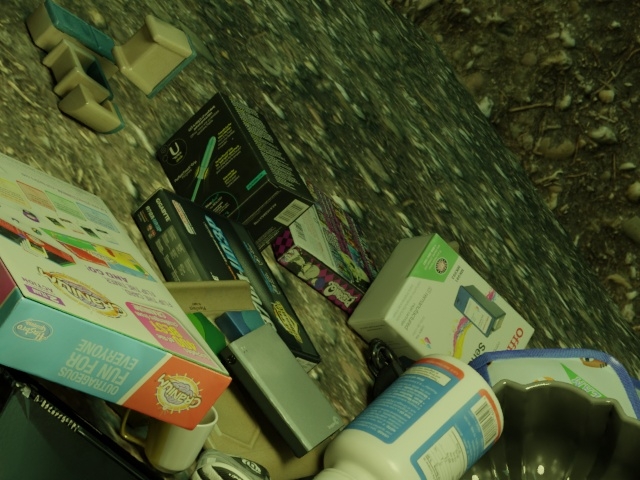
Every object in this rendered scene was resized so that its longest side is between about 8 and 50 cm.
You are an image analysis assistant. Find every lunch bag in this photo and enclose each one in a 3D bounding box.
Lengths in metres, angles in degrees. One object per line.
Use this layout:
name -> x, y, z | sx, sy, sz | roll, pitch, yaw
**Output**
lunch bag -> 0.344, 0.327, 2.207 | 0.385, 0.239, 0.328 | 28, 37, -41

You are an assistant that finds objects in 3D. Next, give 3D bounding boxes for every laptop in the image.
laptop -> -0.212, 0.224, 1.462 | 0.234, 0.136, 0.264 | 42, -8, -23

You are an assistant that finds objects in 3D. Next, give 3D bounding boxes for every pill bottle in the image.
pill bottle -> 0.081, 0.227, 1.853 | 0.221, 0.124, 0.124 | -38, 86, -34

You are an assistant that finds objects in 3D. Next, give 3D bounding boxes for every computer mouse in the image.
computer mouse -> 0.119, 0.227, 2.218 | 0.188, 0.072, 0.272 | 45, 4, -6

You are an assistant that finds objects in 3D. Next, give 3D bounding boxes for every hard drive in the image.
hard drive -> -0.038, 0.153, 1.814 | 0.135, 0.022, 0.094 | 53, 26, 5

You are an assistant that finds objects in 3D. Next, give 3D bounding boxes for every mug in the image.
mug -> -0.141, 0.178, 1.651 | 0.078, 0.064, 0.062 | 29, 23, 21

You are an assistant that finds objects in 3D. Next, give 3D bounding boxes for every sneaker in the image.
sneaker -> -0.037, 0.278, 1.668 | 0.229, 0.086, 0.132 | 51, 6, -12

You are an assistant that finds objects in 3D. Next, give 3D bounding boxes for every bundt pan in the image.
bundt pan -> 0.237, 0.321, 1.945 | 0.124, 0.331, 0.331 | 88, -21, -50

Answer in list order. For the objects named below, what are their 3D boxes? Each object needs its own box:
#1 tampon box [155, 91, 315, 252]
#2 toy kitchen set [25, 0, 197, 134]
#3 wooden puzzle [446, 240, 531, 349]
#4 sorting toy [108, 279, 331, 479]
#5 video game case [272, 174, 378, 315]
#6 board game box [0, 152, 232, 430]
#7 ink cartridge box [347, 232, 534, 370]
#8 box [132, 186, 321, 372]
tampon box -> -0.108, -0.080, 2.218 | 0.101, 0.120, 0.161 | 26, 28, -51
toy kitchen set -> -0.239, -0.235, 2.154 | 0.122, 0.166, 0.207 | 31, 24, -45
wooden puzzle -> 0.239, 0.172, 2.630 | 0.348, 0.080, 0.322 | 55, 18, 7
sorting toy -> -0.108, 0.141, 1.782 | 0.307, 0.041, 0.229 | 0, 59, -58
video game case -> 0.000, 0.000, 2.452 | 0.210, 0.042, 0.232 | 37, 20, -35
board game box -> -0.246, 0.025, 1.592 | 0.242, 0.064, 0.316 | 26, 16, -41
ink cartridge box -> 0.166, 0.117, 2.387 | 0.212, 0.154, 0.093 | 45, -28, -22
box -> -0.107, 0.054, 2.042 | 0.175, 0.051, 0.220 | 25, 29, -53
